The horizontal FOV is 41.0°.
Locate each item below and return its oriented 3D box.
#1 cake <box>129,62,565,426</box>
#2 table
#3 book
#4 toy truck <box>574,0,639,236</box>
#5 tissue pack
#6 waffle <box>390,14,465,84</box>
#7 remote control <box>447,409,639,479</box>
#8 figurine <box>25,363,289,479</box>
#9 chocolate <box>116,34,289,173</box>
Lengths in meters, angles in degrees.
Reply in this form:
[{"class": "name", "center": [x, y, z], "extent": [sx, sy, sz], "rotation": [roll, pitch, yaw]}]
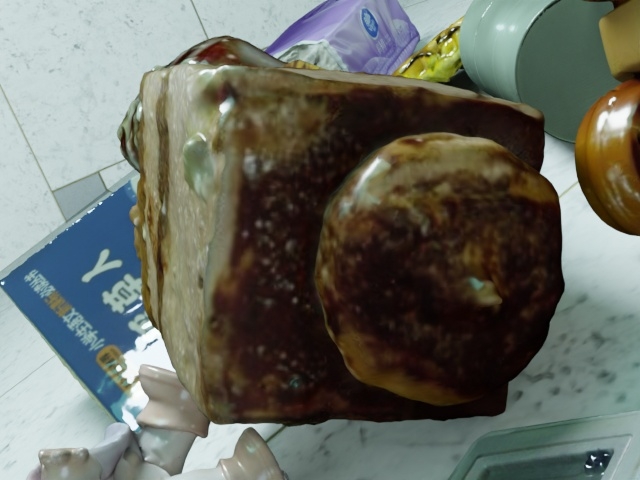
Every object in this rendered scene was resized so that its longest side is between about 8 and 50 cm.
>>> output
[{"class": "cake", "center": [0.000, 0.000, 0.498], "extent": [0.199, 0.196, 0.293], "rotation": [2, 13, -17]}, {"class": "table", "center": [0.205, -0.169, 0.763], "extent": [0.126, 0.126, 0.220], "rotation": [-32, 17, 9]}, {"class": "book", "center": [-0.086, -0.020, 0.857], "extent": [0.428, 0.039, 0.300], "rotation": [-41, 45, -18]}, {"class": "toy truck", "center": [0.239, -0.135, 0.401], "extent": [0.212, 0.287, 0.204], "rotation": [-16, 1, -29]}, {"class": "tissue pack", "center": [-0.002, -0.277, 1.398], "extent": [0.242, 0.160, 0.338], "rotation": [-25, 19, 32]}, {"class": "waffle", "center": [0.174, -0.235, 1.081], "extent": [0.238, 0.058, 0.243], "rotation": [-33, 1, 43]}, {"class": "remote control", "center": [0.034, 0.177, 0.284], "extent": [0.109, 0.055, 0.313], "rotation": [-26, 13, 49]}, {"class": "figurine", "center": [-0.151, 0.185, 0.481], "extent": [0.276, 0.133, 0.200], "rotation": [-35, 4, -17]}, {"class": "chocolate", "center": [-0.150, -0.152, 1.156], "extent": [0.225, 0.210, 0.340], "rotation": [-59, 19, -23]}]
